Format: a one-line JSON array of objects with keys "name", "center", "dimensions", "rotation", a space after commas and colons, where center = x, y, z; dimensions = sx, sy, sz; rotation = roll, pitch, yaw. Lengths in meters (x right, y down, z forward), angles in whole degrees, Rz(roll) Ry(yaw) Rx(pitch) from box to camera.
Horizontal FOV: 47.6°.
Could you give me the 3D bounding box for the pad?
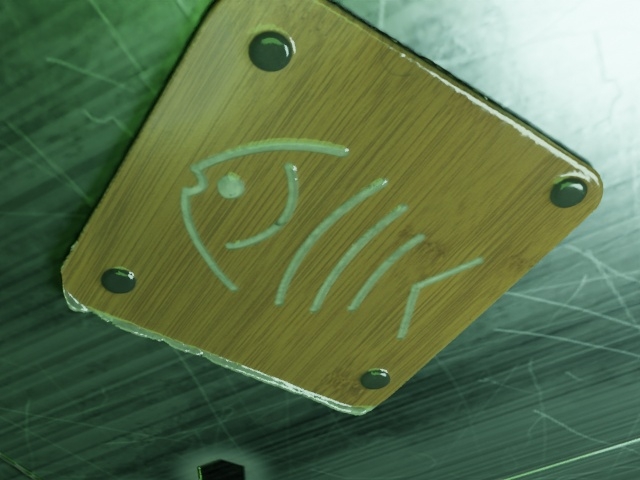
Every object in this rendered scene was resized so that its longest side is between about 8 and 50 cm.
[{"name": "pad", "center": [0.000, 0.000, 0.495], "dimensions": [0.284, 0.018, 0.286], "rotation": [26, 123, -22]}]
